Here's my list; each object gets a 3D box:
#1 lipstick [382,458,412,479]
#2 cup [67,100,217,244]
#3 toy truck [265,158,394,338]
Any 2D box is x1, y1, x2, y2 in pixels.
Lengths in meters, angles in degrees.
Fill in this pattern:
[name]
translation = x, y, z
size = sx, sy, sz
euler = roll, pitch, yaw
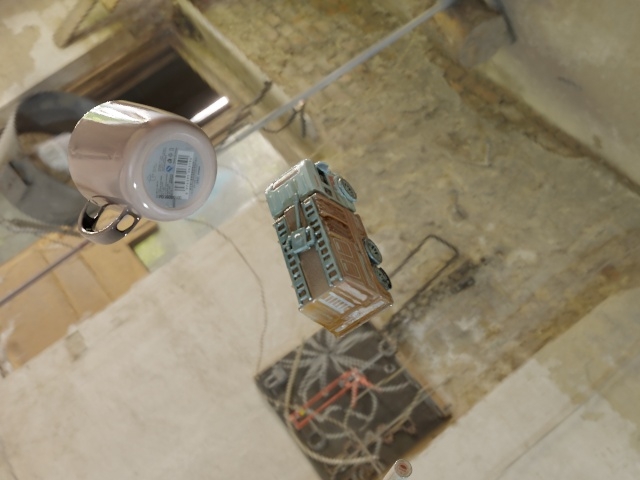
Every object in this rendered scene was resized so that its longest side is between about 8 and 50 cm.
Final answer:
[lipstick]
translation = 0.148, 0.483, 1.533
size = 0.038, 0.038, 0.130
euler = 50, 146, 23
[cup]
translation = -0.306, -0.103, 1.269
size = 0.200, 0.252, 0.191
euler = 19, 164, 47
[toy truck]
translation = 0.000, 0.000, 1.321
size = 0.162, 0.136, 0.305
euler = 32, -149, -48
